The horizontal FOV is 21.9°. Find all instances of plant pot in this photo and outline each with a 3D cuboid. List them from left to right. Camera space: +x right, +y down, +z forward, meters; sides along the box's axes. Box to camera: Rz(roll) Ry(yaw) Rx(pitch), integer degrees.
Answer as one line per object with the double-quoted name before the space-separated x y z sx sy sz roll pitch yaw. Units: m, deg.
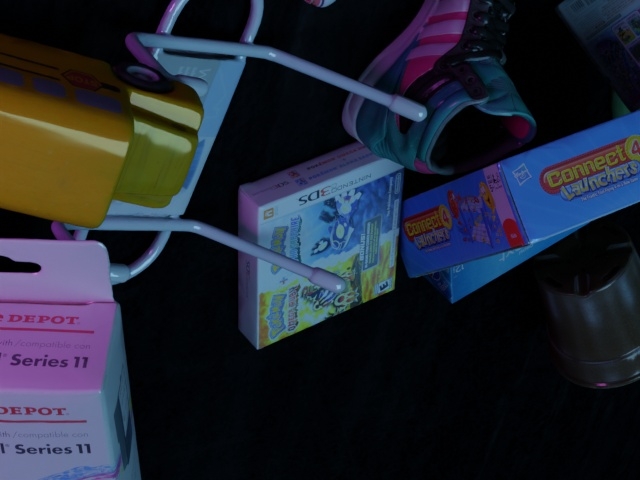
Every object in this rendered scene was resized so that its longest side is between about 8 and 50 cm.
"plant pot" 0.343 0.070 2.062 0.167 0.167 0.165 -38 134 -9

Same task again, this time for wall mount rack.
"wall mount rack" -0.081 -0.071 1.557 0.304 0.130 0.350 1 124 -43

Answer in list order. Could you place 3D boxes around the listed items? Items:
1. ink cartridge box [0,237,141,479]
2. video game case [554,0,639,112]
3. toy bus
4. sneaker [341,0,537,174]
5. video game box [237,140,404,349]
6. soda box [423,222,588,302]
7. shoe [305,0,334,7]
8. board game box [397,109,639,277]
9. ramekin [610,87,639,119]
"ink cartridge box" -0.282 0.163 1.521 0.207 0.119 0.353 1 132 2
"video game case" 0.358 -0.240 1.810 0.157 0.143 0.019 -35 177 -12
"toy bus" -0.259 -0.098 1.310 0.332 0.130 0.108 14 116 -21
"sneaker" 0.162 -0.182 1.638 0.124 0.178 0.295 22 108 -50
"video game box" 0.000 0.000 1.765 0.187 0.048 0.205 -21 136 -24
"soda box" 0.215 -0.015 1.929 0.210 0.067 0.071 -29 140 -20
"shoe" -0.042 -0.270 1.471 0.081 0.063 0.178 -32 135 -15
"board game box" 0.265 -0.065 1.741 0.308 0.086 0.302 -20 179 -21
"ramekin" 0.507 -0.198 1.963 0.303 0.148 0.303 -24 138 -24
